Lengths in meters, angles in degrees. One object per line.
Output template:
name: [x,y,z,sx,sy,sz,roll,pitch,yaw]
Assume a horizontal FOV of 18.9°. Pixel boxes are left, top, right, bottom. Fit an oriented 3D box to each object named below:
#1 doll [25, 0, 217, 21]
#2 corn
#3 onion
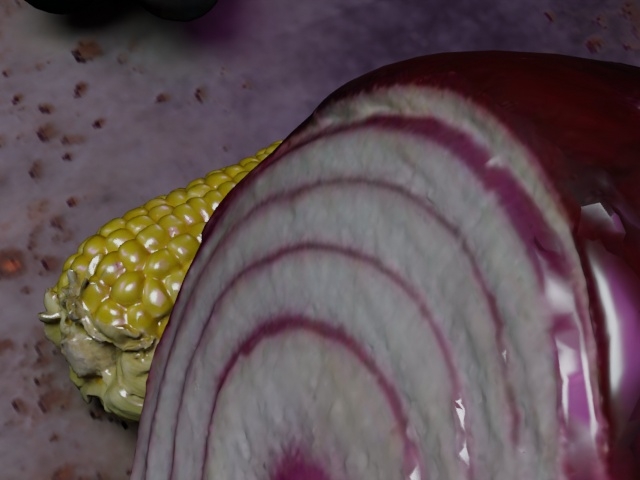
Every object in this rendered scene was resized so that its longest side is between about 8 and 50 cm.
doll: [-0.091,-0.224,0.945,0.182,0.117,0.257,6,62,-1]
corn: [0.000,-0.004,0.853,0.260,0.091,0.091,-26,56,-27]
onion: [0.091,0.089,0.699,0.260,0.336,0.282,5,38,-35]
